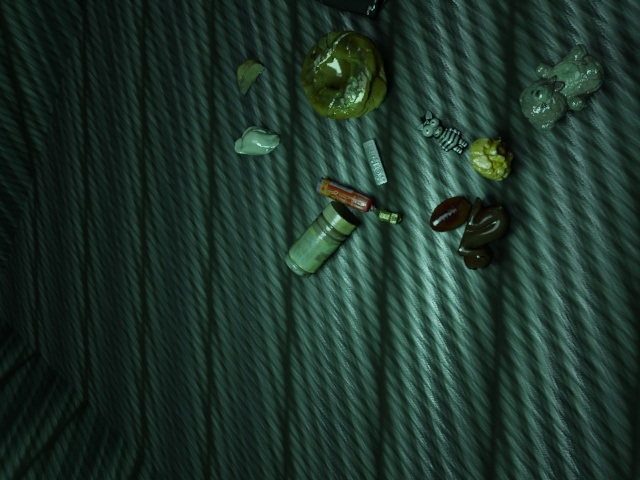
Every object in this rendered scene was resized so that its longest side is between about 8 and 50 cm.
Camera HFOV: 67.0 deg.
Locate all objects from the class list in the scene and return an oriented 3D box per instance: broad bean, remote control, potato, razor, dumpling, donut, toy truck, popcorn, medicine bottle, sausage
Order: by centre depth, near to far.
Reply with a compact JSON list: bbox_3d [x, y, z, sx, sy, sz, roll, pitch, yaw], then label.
[{"bbox_3d":[0.605,-0.291,1.713,0.167,0.148,0.152,41,140,4],"label":"popcorn"},{"bbox_3d":[0.486,-0.097,1.816,0.165,0.084,0.114,-27,97,18],"label":"broad bean"},{"bbox_3d":[0.279,-0.093,1.930,0.083,0.054,0.049,17,100,24],"label":"toy truck"},{"bbox_3d":[0.118,-1.024,1.933,0.349,0.113,0.204,30,106,20],"label":"razor"},{"bbox_3d":[0.098,-0.654,1.934,0.361,0.170,0.359,2,94,32],"label":"donut"},{"bbox_3d":[0.225,-0.317,1.964,0.050,0.027,0.184,-18,89,27],"label":"remote control"},{"bbox_3d":[0.112,-0.181,1.999,0.274,0.074,0.074,25,103,22],"label":"sausage"},{"bbox_3d":[0.000,0.000,2.017,0.151,0.151,0.322,48,111,16],"label":"medicine bottle"},{"bbox_3d":[-0.275,-0.451,2.163,0.229,0.124,0.151,6,59,21],"label":"dumpling"},{"bbox_3d":[-0.347,-0.756,2.187,0.172,0.101,0.089,-49,67,23],"label":"potato"}]

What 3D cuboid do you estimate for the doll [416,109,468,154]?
[{"bbox_3d":[0.456,-0.404,1.823,0.219,0.067,0.091,41,113,20],"label":"doll"}]

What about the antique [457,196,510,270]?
[{"bbox_3d":[0.588,-0.014,1.751,0.144,0.121,0.256,22,95,15],"label":"antique"}]

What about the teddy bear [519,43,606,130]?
[{"bbox_3d":[0.797,-0.506,1.606,0.267,0.151,0.235,-33,57,21],"label":"teddy bear"}]
